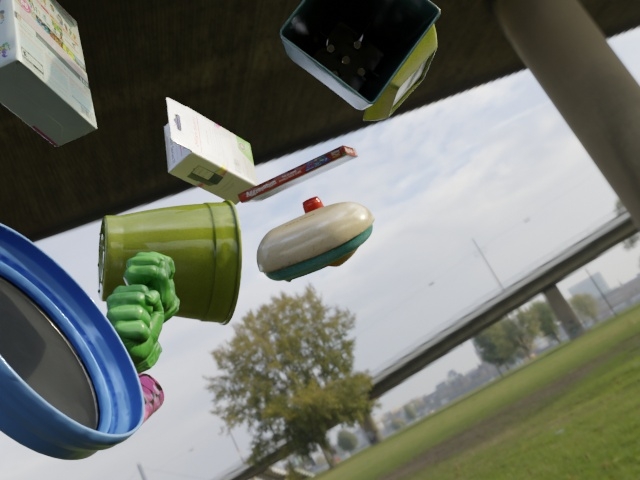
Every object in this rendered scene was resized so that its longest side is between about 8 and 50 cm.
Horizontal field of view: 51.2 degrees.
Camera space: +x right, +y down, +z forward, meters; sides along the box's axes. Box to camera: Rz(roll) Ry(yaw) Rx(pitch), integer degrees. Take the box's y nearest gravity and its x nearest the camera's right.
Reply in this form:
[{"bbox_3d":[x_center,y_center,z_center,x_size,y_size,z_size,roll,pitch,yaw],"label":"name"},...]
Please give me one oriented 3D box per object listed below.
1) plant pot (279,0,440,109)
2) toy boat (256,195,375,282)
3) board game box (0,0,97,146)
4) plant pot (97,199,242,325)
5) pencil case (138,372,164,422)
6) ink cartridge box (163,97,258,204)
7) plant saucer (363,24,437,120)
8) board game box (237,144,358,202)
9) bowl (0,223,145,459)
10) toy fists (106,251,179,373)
[{"bbox_3d":[0.051,-0.306,1.041,0.165,0.165,0.234,-54,3,0],"label":"plant pot"},{"bbox_3d":[0.000,0.000,1.483,0.267,0.148,0.318,-22,13,9],"label":"toy boat"},{"bbox_3d":[-0.542,-0.362,1.252,0.097,0.303,0.224,-22,-28,7],"label":"board game box"},{"bbox_3d":[-0.440,0.058,1.890,0.352,0.367,0.366,2,-28,-22],"label":"plant pot"},{"bbox_3d":[-0.365,0.310,1.275,0.095,0.098,0.209,-43,-2,-2],"label":"pencil case"},{"bbox_3d":[-0.375,-0.279,2.124,0.119,0.207,0.353,-35,-40,27],"label":"ink cartridge box"},{"bbox_3d":[0.175,-0.343,1.410,0.188,0.045,0.188,-48,-8,-15],"label":"plant saucer"},{"bbox_3d":[-0.051,-0.158,1.617,0.281,0.027,0.145,-23,-2,14],"label":"board game box"},{"bbox_3d":[-0.410,0.141,0.963,0.077,0.391,0.391,-37,-17,0],"label":"bowl"},{"bbox_3d":[-0.341,0.124,1.302,0.096,0.142,0.279,-9,29,9],"label":"toy fists"}]
